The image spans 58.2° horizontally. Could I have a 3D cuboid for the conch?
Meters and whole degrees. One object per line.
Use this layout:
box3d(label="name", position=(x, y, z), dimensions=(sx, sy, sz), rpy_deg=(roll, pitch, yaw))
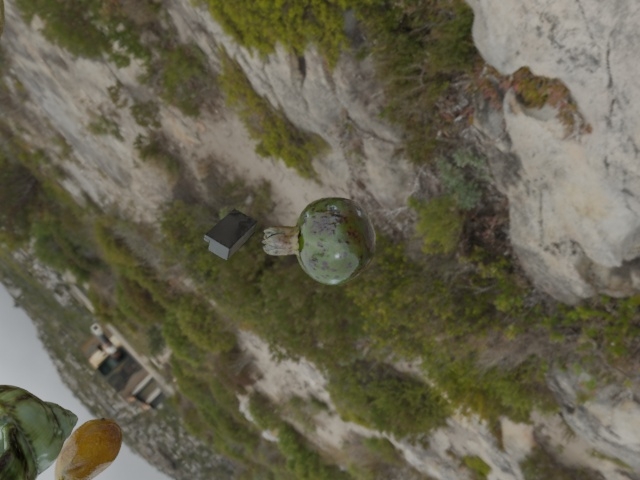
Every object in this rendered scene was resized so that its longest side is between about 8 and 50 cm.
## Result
box3d(label="conch", position=(-0.359, 0.248, 0.633), dimensions=(0.187, 0.181, 0.124), rpy_deg=(-2, 134, 47))

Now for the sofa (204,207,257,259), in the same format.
box3d(label="sofa", position=(-0.249, -0.016, 1.591), dimensions=(0.085, 0.147, 0.060), rpy_deg=(30, 135, 9))

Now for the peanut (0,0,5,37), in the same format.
box3d(label="peanut", position=(-0.459, -0.287, 0.671), dimensions=(0.109, 0.159, 0.141), rpy_deg=(3, 98, 57))

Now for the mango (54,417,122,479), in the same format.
box3d(label="mango", position=(-0.497, 0.450, 1.223), dimensions=(0.089, 0.165, 0.115), rpy_deg=(-5, 110, 41))

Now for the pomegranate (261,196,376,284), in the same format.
box3d(label="pomegranate", position=(0.000, 0.000, 1.225), dimensions=(0.202, 0.247, 0.202), rpy_deg=(179, 90, -79))
